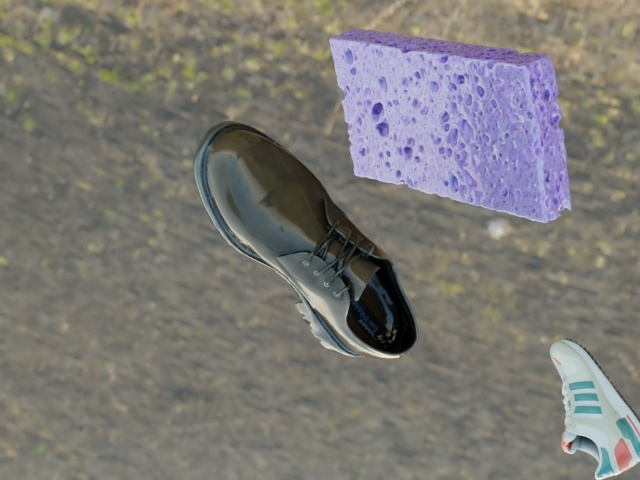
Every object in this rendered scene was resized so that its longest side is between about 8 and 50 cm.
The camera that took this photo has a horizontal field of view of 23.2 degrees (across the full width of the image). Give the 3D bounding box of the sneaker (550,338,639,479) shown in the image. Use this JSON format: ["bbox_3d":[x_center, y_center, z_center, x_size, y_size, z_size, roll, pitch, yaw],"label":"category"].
[{"bbox_3d":[0.262,0.169,1.561,0.161,0.075,0.057,55,175,35],"label":"sneaker"}]

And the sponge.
[{"bbox_3d":[0.093,-0.089,1.152,0.210,0.031,0.117,17,125,49],"label":"sponge"}]

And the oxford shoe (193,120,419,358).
[{"bbox_3d":[0.000,0.000,1.109,0.227,0.083,0.096,47,162,-28],"label":"oxford shoe"}]
